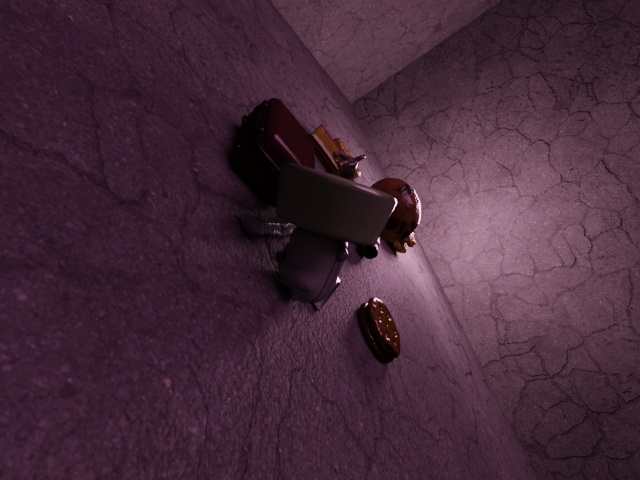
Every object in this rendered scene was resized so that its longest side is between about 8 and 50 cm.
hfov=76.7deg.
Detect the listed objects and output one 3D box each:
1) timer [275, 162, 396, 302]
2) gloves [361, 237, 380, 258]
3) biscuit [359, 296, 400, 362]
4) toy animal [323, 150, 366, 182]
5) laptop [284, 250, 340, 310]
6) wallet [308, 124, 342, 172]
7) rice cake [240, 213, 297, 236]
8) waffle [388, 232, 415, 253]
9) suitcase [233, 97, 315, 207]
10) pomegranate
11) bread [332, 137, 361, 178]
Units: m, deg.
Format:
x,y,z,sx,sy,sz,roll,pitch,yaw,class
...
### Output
x,y,z,sx,sy,sz,roll,pitch,yaw,class
0.000,0.000,0.993,0.290,0.316,0.291,18,8,-2,timer
0.213,-0.010,1.786,0.127,0.111,0.212,47,29,-27,gloves
0.207,0.302,1.375,0.220,0.066,0.221,49,23,-29,biscuit
0.097,-0.279,1.792,0.168,0.234,0.121,1,38,-21,toy animal
-0.016,0.085,1.202,0.188,0.015,0.269,60,19,-2,laptop
0.043,-0.433,1.946,0.241,0.067,0.141,52,47,-17,wallet
-0.122,-0.041,1.081,0.081,0.051,0.290,30,12,16,rice cake
0.449,-0.088,2.421,0.261,0.151,0.325,46,27,-48,waffle
-0.128,-0.259,1.191,0.236,0.161,0.297,47,22,-32,suitcase
0.352,-0.151,2.039,0.322,0.321,0.322,50,22,-28,pomegranate
0.113,-0.415,2.103,0.237,0.106,0.140,59,17,-3,bread
